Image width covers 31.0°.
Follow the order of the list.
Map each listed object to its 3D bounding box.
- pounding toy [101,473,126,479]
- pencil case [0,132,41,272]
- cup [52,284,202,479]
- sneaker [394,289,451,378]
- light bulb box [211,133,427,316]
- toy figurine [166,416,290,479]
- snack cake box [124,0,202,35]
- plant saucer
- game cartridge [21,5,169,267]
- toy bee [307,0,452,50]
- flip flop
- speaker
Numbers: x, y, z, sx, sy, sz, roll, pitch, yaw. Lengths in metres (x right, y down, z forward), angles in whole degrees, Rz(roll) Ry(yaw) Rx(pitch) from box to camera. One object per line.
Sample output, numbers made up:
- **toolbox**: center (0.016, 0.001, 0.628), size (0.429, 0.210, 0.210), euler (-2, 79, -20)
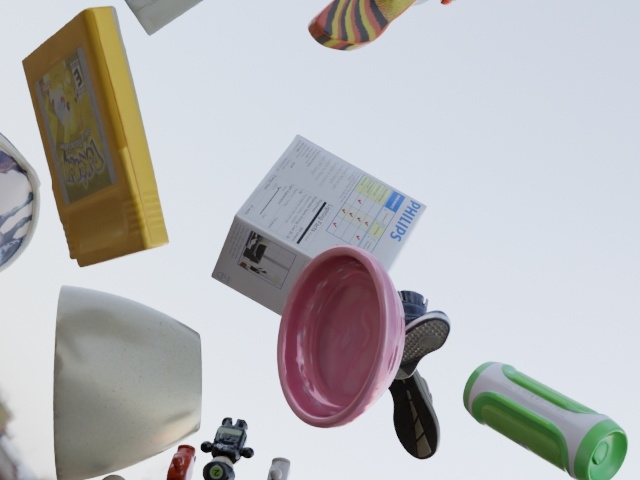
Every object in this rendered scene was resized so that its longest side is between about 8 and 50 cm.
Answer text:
- **pounding toy**: center (-0.276, 0.496, 1.842), size (0.183, 0.110, 0.237), euler (52, 23, -45)
- **pencil case**: center (-0.483, -0.050, 1.147), size (0.410, 0.183, 0.160), euler (7, -71, 32)
- **cup**: center (-0.322, 0.239, 1.959), size (0.331, 0.236, 0.331), euler (180, -90, -81)
- **sneaker**: center (0.185, 0.148, 2.222), size (0.086, 0.163, 0.226), euler (20, -36, -13)
- **light bulb box**: center (0.000, 0.000, 2.690), size (0.361, 0.358, 0.225), euler (30, -46, 4)
- **toy figurine**: center (-0.172, 0.456, 2.126), size (0.213, 0.148, 0.209), euler (-32, -66, 30)
- **snack cake box**: center (-0.223, -0.457, 2.002), size (0.152, 0.264, 0.089), euler (-29, -75, 21)
- **plant saucer**: center (0.044, 0.176, 2.085), size (0.332, 0.084, 0.332), euler (-26, -122, 49)
- **game cartridge**: center (-0.320, -0.131, 1.606), size (0.285, 0.052, 0.324), euler (-14, -91, 58)
- **toy bee**: center (0.126, -0.387, 1.739), size (0.162, 0.298, 0.195), euler (37, 10, -11)
- **flip flop**: center (0.204, 0.347, 2.565), size (0.112, 0.080, 0.277), euler (-33, -112, 33)
- **speaker**: center (0.392, 0.318, 2.041), size (0.296, 0.131, 0.131), euler (26, -38, 47)
